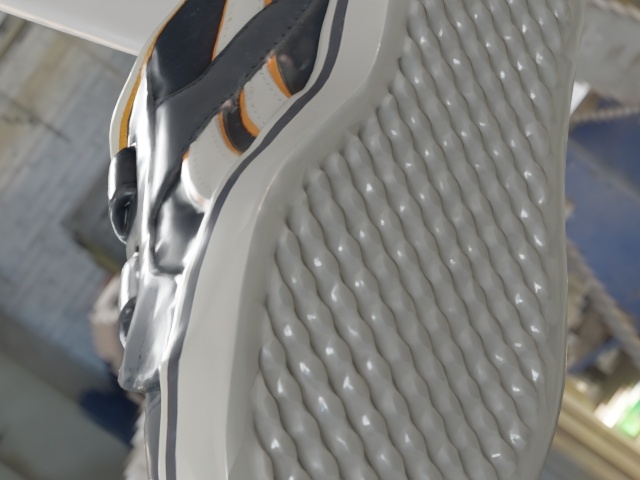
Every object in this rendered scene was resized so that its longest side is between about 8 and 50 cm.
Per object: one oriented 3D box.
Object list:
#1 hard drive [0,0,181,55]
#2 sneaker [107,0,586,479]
[{"bbox_3d":[-0.055,-0.165,0.765,0.210,0.040,0.319,-39,-22,19],"label":"hard drive"},{"bbox_3d":[0.000,0.000,0.599,0.127,0.126,0.321,-27,31,37],"label":"sneaker"}]
